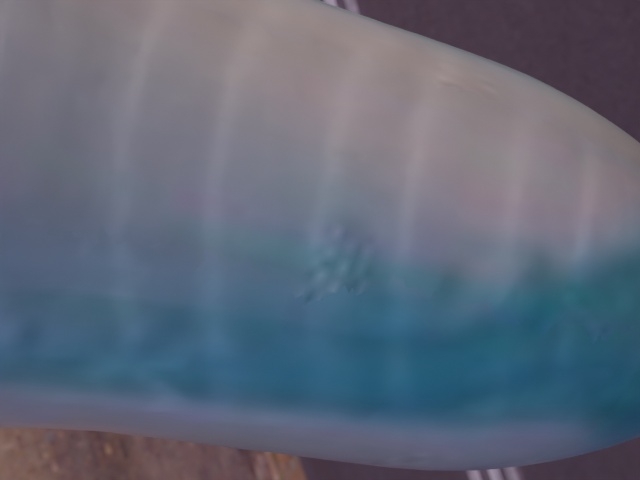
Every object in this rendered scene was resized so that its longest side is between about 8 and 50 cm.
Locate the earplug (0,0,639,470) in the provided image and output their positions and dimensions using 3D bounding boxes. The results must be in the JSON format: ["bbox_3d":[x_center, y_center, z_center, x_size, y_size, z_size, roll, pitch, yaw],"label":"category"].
[{"bbox_3d":[0.000,0.000,0.536,0.185,0.324,0.185,-39,44,52],"label":"earplug"}]
